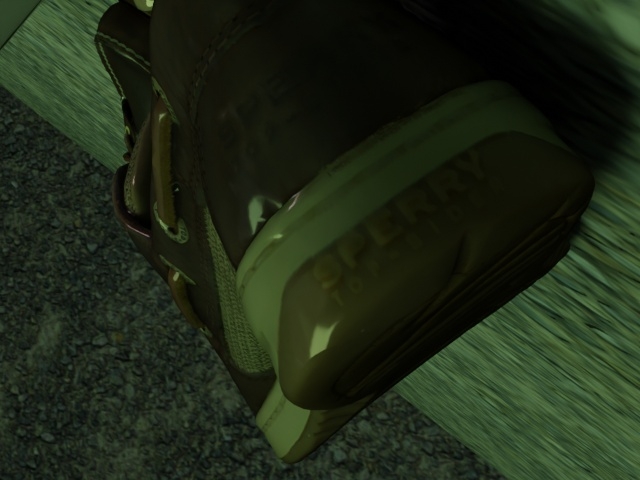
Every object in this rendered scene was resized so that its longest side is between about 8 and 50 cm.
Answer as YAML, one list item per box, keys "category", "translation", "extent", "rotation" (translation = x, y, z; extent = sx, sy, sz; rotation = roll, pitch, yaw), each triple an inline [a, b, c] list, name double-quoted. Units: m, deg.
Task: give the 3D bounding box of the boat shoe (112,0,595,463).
- category: "boat shoe"
  translation: [-0.001, -0.012, 0.517]
  extent: [0.123, 0.123, 0.342]
  rotation: [53, 177, 8]

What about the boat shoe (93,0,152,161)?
- category: "boat shoe"
  translation: [-0.061, -0.050, 0.809]
  extent: [0.073, 0.073, 0.207]
  rotation: [38, 174, 30]

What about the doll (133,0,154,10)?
- category: "doll"
  translation: [-0.115, -0.145, 0.476]
  extent: [0.189, 0.046, 0.129]
  rotation: [42, 174, -30]

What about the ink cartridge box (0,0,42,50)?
- category: "ink cartridge box"
  translation: [-0.261, -0.198, 0.672]
  extent: [0.283, 0.117, 0.207]
  rotation: [37, 175, 22]
